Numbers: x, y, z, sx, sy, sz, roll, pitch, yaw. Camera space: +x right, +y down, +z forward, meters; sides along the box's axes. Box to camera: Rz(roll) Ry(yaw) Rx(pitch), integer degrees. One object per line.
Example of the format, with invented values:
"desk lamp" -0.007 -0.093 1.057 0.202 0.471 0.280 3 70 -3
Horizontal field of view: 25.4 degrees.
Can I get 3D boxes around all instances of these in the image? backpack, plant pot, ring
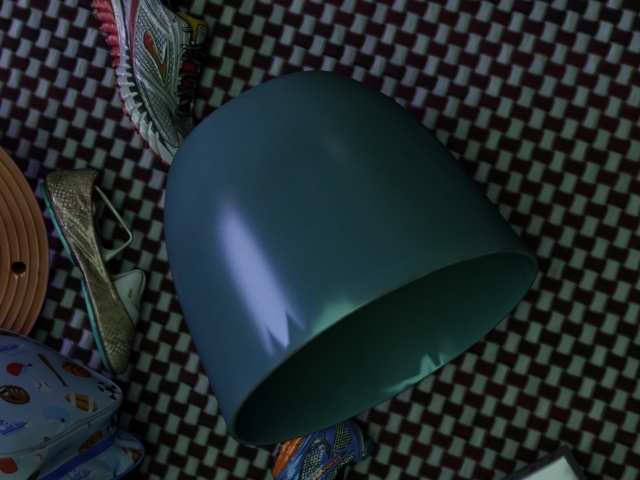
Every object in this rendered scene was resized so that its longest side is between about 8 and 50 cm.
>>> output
"backpack" -0.320 0.201 1.284 0.263 0.276 0.213 17 105 22
"plant pot" 0.000 0.000 1.216 0.293 0.293 0.235 -34 69 9
"ring" -0.426 0.008 1.354 0.336 0.032 0.337 -2 112 -4

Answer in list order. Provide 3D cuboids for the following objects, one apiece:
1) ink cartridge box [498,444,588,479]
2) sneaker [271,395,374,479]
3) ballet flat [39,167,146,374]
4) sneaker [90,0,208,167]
"ink cartridge box" 0.195 0.249 1.266 0.143 0.092 0.090 -31 84 8
"sneaker" -0.019 0.257 1.316 0.087 0.083 0.221 23 97 5
"ballet flat" -0.205 0.024 1.358 0.067 0.073 0.206 -20 90 -4
"sneaker" -0.146 -0.169 1.333 0.092 0.088 0.225 -18 87 9
